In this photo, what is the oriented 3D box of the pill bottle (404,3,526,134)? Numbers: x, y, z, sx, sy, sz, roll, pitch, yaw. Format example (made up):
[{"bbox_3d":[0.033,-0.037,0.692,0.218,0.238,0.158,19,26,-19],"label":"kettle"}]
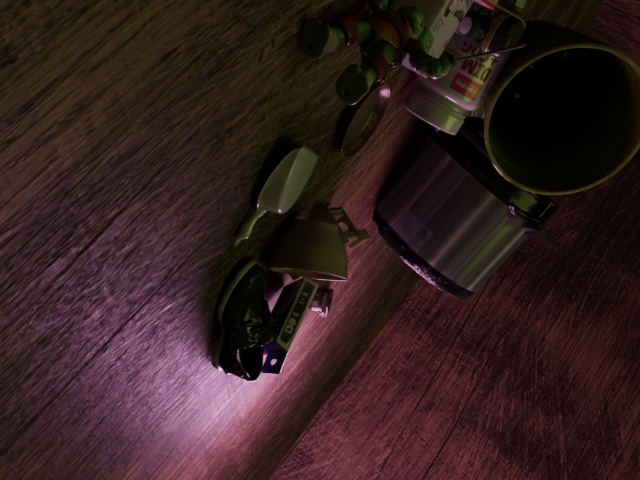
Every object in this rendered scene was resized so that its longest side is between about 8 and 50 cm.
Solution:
[{"bbox_3d":[0.313,-0.388,1.719,0.283,0.160,0.160,-61,164,17],"label":"pill bottle"}]

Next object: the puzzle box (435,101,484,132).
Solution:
[{"bbox_3d":[0.423,-0.353,2.335,0.272,0.052,0.409,-49,163,-22],"label":"puzzle box"}]

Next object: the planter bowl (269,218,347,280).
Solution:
[{"bbox_3d":[-0.017,0.017,1.591,0.162,0.162,0.109,35,63,-75],"label":"planter bowl"}]

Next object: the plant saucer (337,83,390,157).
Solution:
[{"bbox_3d":[0.082,-0.244,1.561,0.168,0.029,0.168,-51,165,-20],"label":"plant saucer"}]

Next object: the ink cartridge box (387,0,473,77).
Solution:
[{"bbox_3d":[0.205,-0.432,1.428,0.219,0.092,0.160,-58,165,5],"label":"ink cartridge box"}]

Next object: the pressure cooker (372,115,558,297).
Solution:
[{"bbox_3d":[0.393,-0.103,2.051,0.420,0.369,0.375,-51,-165,16],"label":"pressure cooker"}]

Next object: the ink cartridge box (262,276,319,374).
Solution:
[{"bbox_3d":[-0.085,0.189,1.703,0.208,0.045,0.206,-66,-169,-15],"label":"ink cartridge box"}]

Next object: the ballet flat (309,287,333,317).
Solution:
[{"bbox_3d":[-0.005,0.164,2.097,0.250,0.058,0.084,40,62,-80],"label":"ballet flat"}]

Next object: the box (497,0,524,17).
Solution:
[{"bbox_3d":[0.436,-0.530,2.002,0.231,0.056,0.183,-23,143,-63],"label":"box"}]

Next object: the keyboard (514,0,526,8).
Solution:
[{"bbox_3d":[0.559,-0.666,2.181,0.072,0.014,0.256,-47,162,-31],"label":"keyboard"}]

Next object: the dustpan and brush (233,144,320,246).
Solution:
[{"bbox_3d":[-0.085,-0.074,1.371,0.211,0.060,0.147,-64,169,3],"label":"dustpan and brush"}]

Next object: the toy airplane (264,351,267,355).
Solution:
[{"bbox_3d":[-0.143,0.284,1.948,0.151,0.028,0.151,-49,162,-22],"label":"toy airplane"}]

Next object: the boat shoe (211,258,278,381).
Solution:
[{"bbox_3d":[-0.141,0.179,1.581,0.127,0.113,0.340,-40,158,-45],"label":"boat shoe"}]

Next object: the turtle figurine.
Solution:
[{"bbox_3d":[0.118,-0.335,1.186,0.266,0.274,0.198,-39,123,-37],"label":"turtle figurine"}]

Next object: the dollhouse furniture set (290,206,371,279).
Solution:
[{"bbox_3d":[0.000,0.000,1.757,0.161,0.101,0.182,-34,172,17],"label":"dollhouse furniture set"}]

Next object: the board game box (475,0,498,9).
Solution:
[{"bbox_3d":[0.314,-0.509,1.355,0.194,0.045,0.146,-65,162,18],"label":"board game box"}]

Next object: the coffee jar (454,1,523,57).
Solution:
[{"bbox_3d":[0.311,-0.439,1.561,0.096,0.184,0.079,-39,157,-48],"label":"coffee jar"}]

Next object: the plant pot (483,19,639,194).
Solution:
[{"bbox_3d":[0.541,-0.357,1.856,0.353,0.366,0.367,-92,-159,-55],"label":"plant pot"}]
